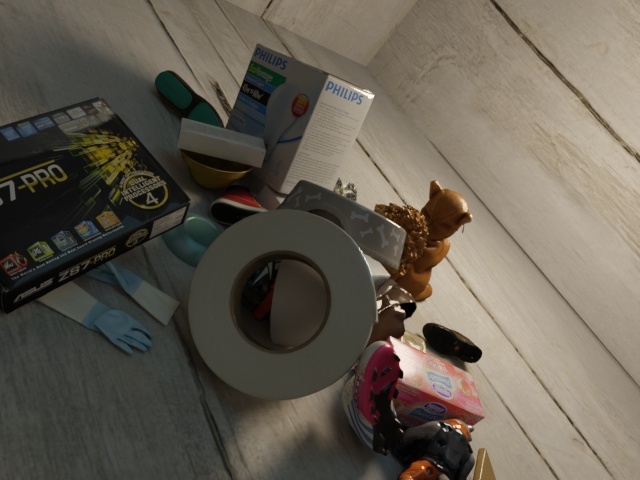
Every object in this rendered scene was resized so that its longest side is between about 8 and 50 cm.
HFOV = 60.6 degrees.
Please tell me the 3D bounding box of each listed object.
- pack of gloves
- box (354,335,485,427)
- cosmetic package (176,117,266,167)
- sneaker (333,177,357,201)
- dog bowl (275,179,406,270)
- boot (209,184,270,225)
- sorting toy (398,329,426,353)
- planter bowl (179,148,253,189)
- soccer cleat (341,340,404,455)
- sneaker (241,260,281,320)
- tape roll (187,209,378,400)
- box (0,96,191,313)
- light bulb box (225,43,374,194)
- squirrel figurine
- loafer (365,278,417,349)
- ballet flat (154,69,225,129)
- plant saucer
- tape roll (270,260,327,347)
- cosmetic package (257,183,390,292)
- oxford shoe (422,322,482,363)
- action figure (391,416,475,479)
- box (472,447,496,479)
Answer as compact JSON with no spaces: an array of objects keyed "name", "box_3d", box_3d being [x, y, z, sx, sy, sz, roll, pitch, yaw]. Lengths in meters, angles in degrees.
[{"name":"pack of gloves","box_3d":[-0.402,0.108,1.084,0.232,0.046,0.195,35,28,-12]},{"name":"box","box_3d":[0.252,0.388,1.404,0.299,0.154,0.142,29,31,-25]},{"name":"cosmetic package","box_3d":[-0.278,-0.273,1.541,0.238,0.061,0.099,12,27,-17]},{"name":"sneaker","box_3d":[0.042,-0.168,1.959,0.283,0.122,0.110,30,67,-60]},{"name":"dog bowl","box_3d":[0.063,-0.044,1.400,0.348,0.102,0.349,26,1,-1]},{"name":"boot","box_3d":[-0.172,-0.083,1.555,0.244,0.089,0.176,22,27,0]},{"name":"sorting toy","box_3d":[0.281,0.346,1.615,0.307,0.041,0.229,29,31,-23]},{"name":"planter bowl","box_3d":[-0.306,-0.207,1.569,0.217,0.090,0.217,16,27,-9]},{"name":"soccer cleat","box_3d":[0.094,0.326,1.166,0.116,0.332,0.143,-33,43,-31]},{"name":"sneaker","box_3d":[-0.153,0.075,1.385,0.135,0.097,0.276,36,30,-16]},{"name":"tape roll","box_3d":[-0.076,0.129,1.128,0.392,0.392,0.072,50,-3,14]},{"name":"box","box_3d":[-0.503,-0.090,1.055,0.318,0.097,0.394,47,49,11]},{"name":"light bulb box","box_3d":[-0.086,-0.366,1.704,0.225,0.361,0.358,6,23,-48]},{"name":"squirrel figurine","box_3d":[0.317,-0.009,1.801,0.396,0.370,0.281,-1,50,-53]},{"name":"loafer","box_3d":[0.174,0.215,1.503,0.130,0.134,0.366,25,32,20]},{"name":"ballet flat","box_3d":[-0.399,-0.408,1.764,0.342,0.116,0.124,45,9,14]},{"name":"plant saucer","box_3d":[-0.304,-0.011,1.380,0.194,0.037,0.195,31,29,-20]},{"name":"tape roll","box_3d":[-0.006,0.136,1.280,0.169,0.246,0.246,9,28,9]},{"name":"cosmetic package","box_3d":[0.000,0.000,1.645,0.284,0.097,0.377,10,36,-51]},{"name":"oxford shoe","box_3d":[0.416,0.326,1.795,0.227,0.083,0.096,32,11,-20]},{"name":"action figure","box_3d":[0.300,0.546,1.231,0.341,0.178,0.330,40,37,-2]},{"name":"box","box_3d":[0.373,0.592,1.219,0.201,0.021,0.165,-31,104,-65]}]
